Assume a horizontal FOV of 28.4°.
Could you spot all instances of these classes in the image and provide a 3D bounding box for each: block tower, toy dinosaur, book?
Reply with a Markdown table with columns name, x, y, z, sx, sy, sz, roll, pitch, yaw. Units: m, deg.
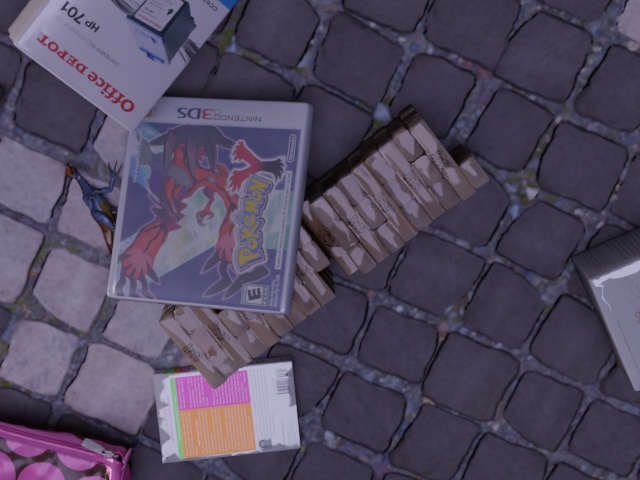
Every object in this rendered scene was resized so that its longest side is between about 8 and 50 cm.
| name | x | y | z | sx | sy | sz | roll | pitch | yaw |
| --- | --- | --- | --- | --- | --- | --- | --- | --- | --- |
| block tower | 0.000 | 0.000 | 1.241 | 0.335 | 0.091 | 0.097 | -36 | 103 | 8 |
| toy dinosaur | -0.226 | -0.035 | 1.257 | 0.082 | 0.047 | 0.090 | 36 | 113 | 9 |
| book | -0.096 | 0.175 | 1.316 | 0.144 | 0.035 | 0.096 | -5 | 101 | 0 |

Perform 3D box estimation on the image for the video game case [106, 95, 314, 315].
| name | x | y | z | sx | sy | sz | roll | pitch | yaw |
| --- | --- | --- | --- | --- | --- | --- | --- | --- | --- |
| video game case | -0.106 | -0.036 | 1.203 | 0.184 | 0.023 | 0.201 | 4 | 84 | 17 |

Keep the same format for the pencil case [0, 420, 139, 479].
| name | x | y | z | sx | sy | sz | roll | pitch | yaw |
| --- | --- | --- | --- | --- | --- | --- | --- | --- | --- |
| pencil case | -0.297 | 0.228 | 1.298 | 0.209 | 0.095 | 0.098 | 12 | 138 | -5 |

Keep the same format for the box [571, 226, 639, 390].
| name | x | y | z | sx | sy | sz | roll | pitch | yaw |
| --- | --- | --- | --- | --- | --- | --- | --- | --- | --- |
| box | 0.359 | 0.049 | 1.257 | 0.171 | 0.091 | 0.130 | -23 | 103 | 6 |

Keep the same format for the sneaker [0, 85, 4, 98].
| name | x | y | z | sx | sy | sz | roll | pitch | yaw |
| --- | --- | --- | --- | --- | --- | --- | --- | --- | --- |
| sneaker | -0.335 | -0.118 | 1.241 | 0.083 | 0.031 | 0.035 | -42 | 115 | 14 |

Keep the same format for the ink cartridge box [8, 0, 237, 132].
| name | x | y | z | sx | sy | sz | roll | pitch | yaw |
| --- | --- | --- | --- | --- | --- | --- | --- | --- | --- |
| ink cartridge box | -0.173 | -0.218 | 1.162 | 0.140 | 0.082 | 0.190 | 37 | 93 | -25 |
